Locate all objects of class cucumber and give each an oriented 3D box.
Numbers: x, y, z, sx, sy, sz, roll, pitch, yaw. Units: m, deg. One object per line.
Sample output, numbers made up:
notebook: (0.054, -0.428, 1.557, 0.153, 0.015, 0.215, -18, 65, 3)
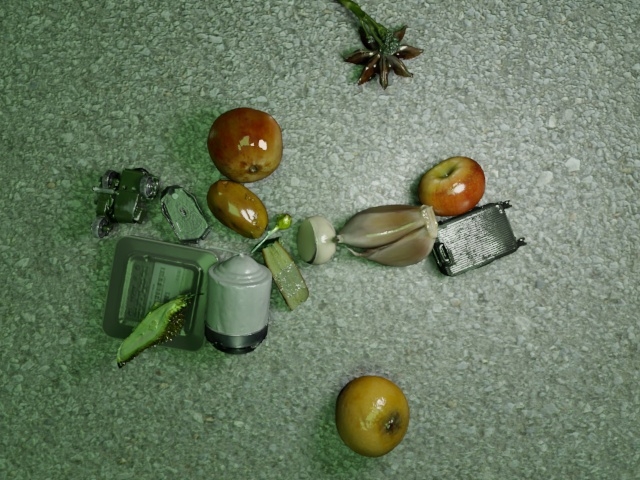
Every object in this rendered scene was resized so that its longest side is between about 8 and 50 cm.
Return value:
cucumber: (-0.186, 0.020, 1.586, 0.105, 0.048, 0.048, -14, 92, 3)

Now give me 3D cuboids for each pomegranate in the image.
pomegranate: (-0.249, -0.335, 1.491, 0.251, 0.229, 0.271, -17, 60, 7)

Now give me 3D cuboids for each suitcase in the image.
suitcase: (0.542, -0.006, 1.563, 0.312, 0.128, 0.202, -23, 92, -1)

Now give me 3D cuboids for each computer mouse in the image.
computer mouse: (-0.481, -0.089, 1.566, 0.126, 0.071, 0.231, -32, 103, -15)

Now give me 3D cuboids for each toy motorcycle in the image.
toy motorcycle: (-0.681, -0.131, 1.537, 0.205, 0.127, 0.275, 9, 84, -3)

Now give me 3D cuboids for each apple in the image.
apple: (0.454, -0.177, 1.525, 0.234, 0.210, 0.173, -25, 123, 10)

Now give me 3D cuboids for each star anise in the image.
star anise: (0.221, -0.657, 1.559, 0.288, 0.088, 0.288, -1, 80, 5)

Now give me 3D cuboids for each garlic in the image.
garlic: (0.214, 0.004, 1.510, 0.339, 0.246, 0.232, -17, 107, -7)

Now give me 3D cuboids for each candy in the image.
candy: (-0.176, -0.023, 1.559, 0.194, 0.062, 0.058, -45, 49, -16)

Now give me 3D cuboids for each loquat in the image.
loquat: (0.177, 0.598, 1.510, 0.262, 0.263, 0.263, 0, 92, -2)

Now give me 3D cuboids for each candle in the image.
candle: (-0.270, 0.187, 1.467, 0.221, 0.221, 0.343, 9, 111, -2)

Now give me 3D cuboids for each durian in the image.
durian: (-0.532, 0.280, 1.467, 0.375, 0.106, 0.132, -44, 91, 2)

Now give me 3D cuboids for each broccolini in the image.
broccolini: (0.122, -0.767, 1.529, 0.074, 0.079, 0.392, -47, 70, 6)

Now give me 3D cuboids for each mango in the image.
mango: (-0.292, -0.105, 1.542, 0.248, 0.151, 0.156, 44, 121, -8)

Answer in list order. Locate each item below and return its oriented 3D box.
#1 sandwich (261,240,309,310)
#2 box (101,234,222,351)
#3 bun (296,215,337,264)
sandwich: (-0.118, 0.131, 1.549, 0.094, 0.096, 0.258, -31, 106, -12)
box: (-0.561, 0.187, 1.559, 0.372, 0.090, 0.368, 10, 91, -3)
bun: (0.000, 0.000, 1.536, 0.119, 0.172, 0.173, -2, 92, -26)
